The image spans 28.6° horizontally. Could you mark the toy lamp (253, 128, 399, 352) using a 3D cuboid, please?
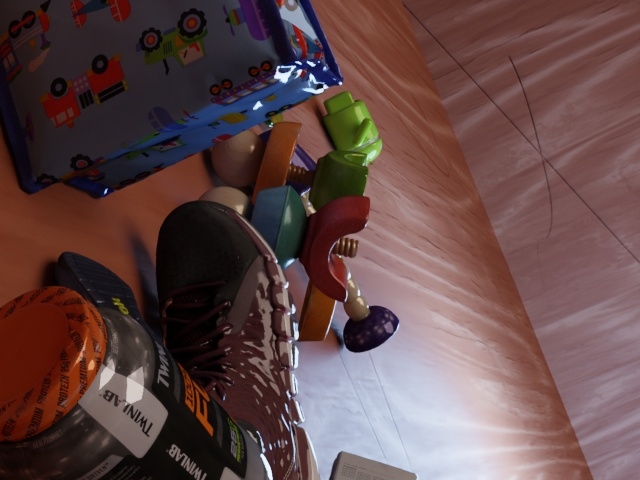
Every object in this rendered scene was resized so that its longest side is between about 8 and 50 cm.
[{"bbox_3d":[0.000,0.000,1.409,0.274,0.080,0.080,59,16,-21],"label":"toy lamp"}]

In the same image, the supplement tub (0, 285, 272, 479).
[{"bbox_3d":[-0.119,0.117,0.732,0.190,0.117,0.117,53,19,-41],"label":"supplement tub"}]

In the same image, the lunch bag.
[{"bbox_3d":[-0.149,-0.209,0.928,0.293,0.221,0.138,68,14,6],"label":"lunch bag"}]

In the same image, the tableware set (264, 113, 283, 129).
[{"bbox_3d":[-0.054,-0.117,1.513,0.154,0.024,0.104,64,18,-13],"label":"tableware set"}]

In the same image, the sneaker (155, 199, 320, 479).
[{"bbox_3d":[-0.084,0.087,0.932,0.162,0.106,0.281,22,46,-65],"label":"sneaker"}]

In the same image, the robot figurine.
[{"bbox_3d":[0.047,-0.161,1.839,0.115,0.067,0.101,63,-5,-9],"label":"robot figurine"}]

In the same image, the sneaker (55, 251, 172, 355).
[{"bbox_3d":[-0.151,0.064,0.847,0.053,0.059,0.144,18,27,-45],"label":"sneaker"}]

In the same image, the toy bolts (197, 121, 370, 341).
[{"bbox_3d":[-0.049,-0.003,1.235,0.228,0.158,0.218,-90,-165,-78],"label":"toy bolts"}]

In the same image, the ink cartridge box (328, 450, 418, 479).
[{"bbox_3d":[0.022,0.262,0.967,0.175,0.072,0.127,-65,170,-70],"label":"ink cartridge box"}]
